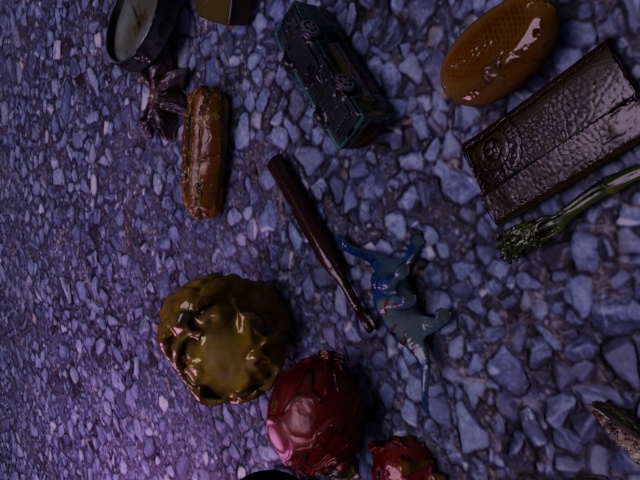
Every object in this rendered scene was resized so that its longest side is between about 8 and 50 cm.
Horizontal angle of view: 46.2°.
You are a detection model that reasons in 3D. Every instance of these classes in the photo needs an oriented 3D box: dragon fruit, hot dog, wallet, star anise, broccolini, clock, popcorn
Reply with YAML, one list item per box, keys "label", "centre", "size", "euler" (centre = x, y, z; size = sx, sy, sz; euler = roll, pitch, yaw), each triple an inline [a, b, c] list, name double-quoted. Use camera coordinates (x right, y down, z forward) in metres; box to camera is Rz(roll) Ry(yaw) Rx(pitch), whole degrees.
- label: "dragon fruit"
  centre: [0.120, 0.361, 1.160]
  size: [0.126, 0.068, 0.112]
  euler: [43, 125, 37]
- label: "dragon fruit"
  centre: [-0.005, 0.286, 1.218]
  size: [0.172, 0.172, 0.209]
  euler: [-20, 70, 47]
- label: "hot dog"
  centre: [-0.228, -0.170, 1.472]
  size: [0.115, 0.072, 0.268]
  euler: [13, 104, 38]
- label: "wallet"
  centre: [0.288, -0.128, 0.938]
  size: [0.243, 0.039, 0.132]
  euler: [-36, 68, 44]
- label: "star anise"
  centre: [-0.330, -0.313, 1.568]
  size: [0.172, 0.063, 0.207]
  euler: [6, 99, 45]
- label: "broccolini"
  centre: [0.316, -0.038, 0.922]
  size: [0.054, 0.051, 0.239]
  euler: [40, 130, -18]
- label: "clock"
  centre: [-0.374, -0.463, 1.560]
  size: [0.226, 0.049, 0.225]
  euler: [-17, 66, 42]
- label: "popcorn"
  centre: [-0.164, 0.172, 1.340]
  size: [0.190, 0.250, 0.250]
  euler: [29, 116, 61]

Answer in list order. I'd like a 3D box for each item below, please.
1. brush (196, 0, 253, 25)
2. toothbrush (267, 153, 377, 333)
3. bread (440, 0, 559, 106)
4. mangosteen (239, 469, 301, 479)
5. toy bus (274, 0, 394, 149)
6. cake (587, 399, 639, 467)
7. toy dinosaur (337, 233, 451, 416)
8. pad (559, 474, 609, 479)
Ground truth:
- label: "brush"
  centre: [-0.163, -0.496, 1.368]
  size: [0.123, 0.059, 0.197]
  euler: [33, 117, 44]
- label: "toothbrush"
  centre: [-0.001, 0.000, 1.265]
  size: [0.041, 0.041, 0.364]
  euler: [-50, 59, 39]
- label: "bread"
  centre: [0.232, -0.240, 0.958]
  size: [0.189, 0.077, 0.114]
  euler: [-31, 52, 46]
- label: "mangosteen"
  centre: [-0.105, 0.494, 1.301]
  size: [0.194, 0.231, 0.194]
  euler: [-17, 63, 35]
- label: "toy bus"
  centre: [0.016, -0.259, 1.166]
  size: [0.091, 0.109, 0.261]
  euler: [-49, 58, 41]
- label: "cake"
  centre: [0.378, 0.232, 0.874]
  size: [0.140, 0.051, 0.055]
  euler: [52, 129, 28]
- label: "toy dinosaur"
  centre: [0.119, 0.086, 1.123]
  size: [0.329, 0.076, 0.144]
  euler: [62, 140, 25]
- label: "pad"
  centre: [0.315, 0.472, 0.996]
  size: [0.284, 0.018, 0.286]
  euler: [-31, 71, 44]
